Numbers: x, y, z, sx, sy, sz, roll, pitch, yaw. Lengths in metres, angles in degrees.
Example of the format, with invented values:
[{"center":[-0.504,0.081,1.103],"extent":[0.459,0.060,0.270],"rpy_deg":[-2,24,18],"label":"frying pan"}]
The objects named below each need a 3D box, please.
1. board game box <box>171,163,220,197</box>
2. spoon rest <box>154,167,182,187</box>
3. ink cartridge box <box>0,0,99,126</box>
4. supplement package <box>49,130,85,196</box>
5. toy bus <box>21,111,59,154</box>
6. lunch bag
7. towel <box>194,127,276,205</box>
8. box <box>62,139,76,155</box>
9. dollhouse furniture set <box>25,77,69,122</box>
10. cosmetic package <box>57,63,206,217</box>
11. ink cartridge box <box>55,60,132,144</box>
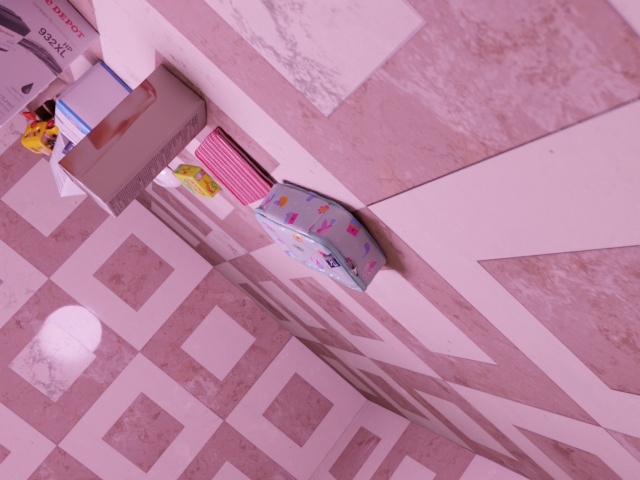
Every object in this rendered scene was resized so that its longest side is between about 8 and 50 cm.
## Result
[{"center":[-0.386,-0.185,1.799],"extent":[0.092,0.043,0.181],"rpy_deg":[49,163,-30],"label":"board game box"},{"center":[-0.613,-0.265,2.101],"extent":[0.276,0.084,0.137],"rpy_deg":[21,161,17],"label":"spoon rest"},{"center":[-0.686,-0.433,1.282],"extent":[0.223,0.307,0.129],"rpy_deg":[48,161,-29],"label":"ink cartridge box"},{"center":[-0.808,-0.274,2.024],"extent":[0.203,0.194,0.149],"rpy_deg":[-40,70,48],"label":"supplement package"},{"center":[-0.948,-0.352,2.036],"extent":[0.190,0.105,0.202],"rpy_deg":[20,162,-9],"label":"toy bus"},{"center":[0.000,0.000,1.258],"extent":[0.279,0.108,0.224],"rpy_deg":[26,160,43],"label":"lunch bag"},{"center":[-0.213,-0.175,1.428],"extent":[0.199,0.031,0.275],"rpy_deg":[46,163,-14],"label":"towel"},{"center":[-0.690,-0.290,1.911],"extent":[0.232,0.183,0.059],"rpy_deg":[40,159,-23],"label":"box"},{"center":[-0.879,-0.431,2.060],"extent":[0.242,0.161,0.212],"rpy_deg":[37,165,11],"label":"dollhouse furniture set"},{"center":[-0.389,-0.207,1.238],"extent":[0.129,0.296,0.153],"rpy_deg":[41,164,0],"label":"cosmetic package"},{"center":[-0.603,-0.319,1.692],"extent":[0.285,0.166,0.395],"rpy_deg":[46,163,-20],"label":"ink cartridge box"}]
